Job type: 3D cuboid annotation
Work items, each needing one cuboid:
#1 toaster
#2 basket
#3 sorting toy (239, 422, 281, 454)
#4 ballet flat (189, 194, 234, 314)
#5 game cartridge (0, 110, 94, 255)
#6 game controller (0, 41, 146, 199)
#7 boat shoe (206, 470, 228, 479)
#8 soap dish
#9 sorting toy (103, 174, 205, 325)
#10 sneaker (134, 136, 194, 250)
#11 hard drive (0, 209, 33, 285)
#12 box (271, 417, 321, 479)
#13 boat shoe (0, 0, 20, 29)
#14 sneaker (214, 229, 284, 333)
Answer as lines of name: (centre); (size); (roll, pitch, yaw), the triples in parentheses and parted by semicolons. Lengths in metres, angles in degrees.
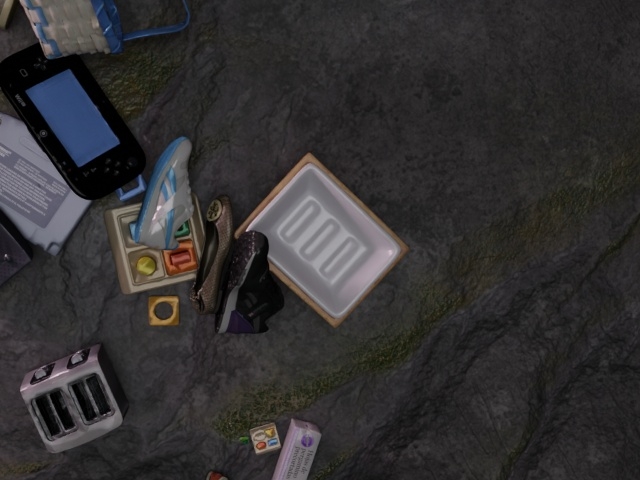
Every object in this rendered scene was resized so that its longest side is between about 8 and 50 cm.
toaster: (-0.490, 0.323, 1.609); (0.168, 0.110, 0.186); (-22, 98, -5)
basket: (-0.405, -0.477, 1.477); (0.288, 0.201, 0.255); (-12, 135, -3)
sorting toy: (-0.131, 0.431, 1.722); (0.083, 0.012, 0.062); (-15, 97, -7)
ballet flat: (-0.222, 0.030, 1.612); (0.058, 0.084, 0.250); (5, 102, -30)
game cartridge: (-0.595, -0.128, 1.583); (0.294, 0.060, 0.196); (35, 93, -10)
game controller: (-0.483, -0.235, 1.557); (0.166, 0.067, 0.319); (-38, 97, -37)
boat shoe: (-0.230, 0.561, 1.705); (0.043, 0.049, 0.137); (13, 97, 33)
soap dish: (0.000, 0.000, 1.651); (0.291, 0.118, 0.229); (43, 88, -10)
sorting toy: (-0.330, 0.008, 1.637); (0.196, 0.047, 0.348); (-13, 97, -7)
sneaker: (-0.293, -0.092, 1.584); (0.092, 0.087, 0.229); (18, 93, -23)
hard drive: (-0.687, -0.022, 1.545); (0.172, 0.054, 0.255); (-35, 106, 21)
box: (-0.080, 0.547, 1.713); (0.063, 0.067, 0.324); (18, 91, -11)
boat shoe: (-0.594, -0.561, 1.514); (0.103, 0.113, 0.302); (21, 92, -15)
sneaker: (-0.124, 0.086, 1.600); (0.124, 0.107, 0.283); (9, 138, -15)
